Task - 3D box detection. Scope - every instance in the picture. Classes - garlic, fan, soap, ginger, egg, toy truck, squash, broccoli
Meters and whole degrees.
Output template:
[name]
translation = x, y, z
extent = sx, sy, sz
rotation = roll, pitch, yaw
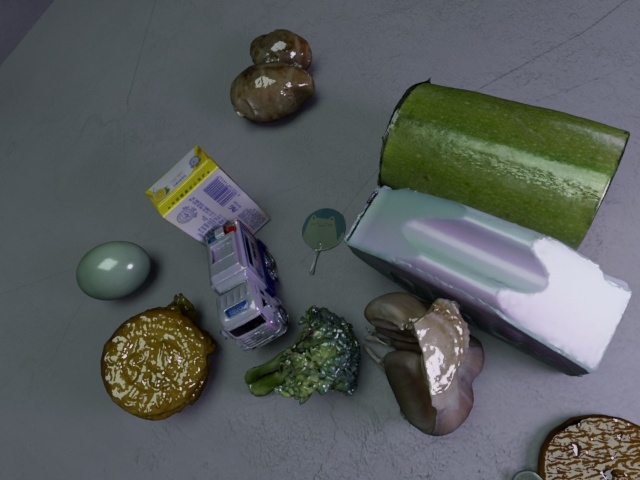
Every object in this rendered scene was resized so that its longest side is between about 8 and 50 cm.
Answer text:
[garlic]
translation = 0.172, 0.211, 0.769
extent = 0.237, 0.292, 0.210
rotation = 33, 72, 3
[fan]
translation = 0.000, 0.000, 1.031
extent = 0.113, 0.005, 0.176
rotation = 8, 70, 21
[soap]
translation = 0.276, 0.058, 0.766
extent = 0.445, 0.261, 0.156
rotation = 28, 83, 26
[ginger]
translation = -0.127, -0.481, 1.206
extent = 0.244, 0.155, 0.305
rotation = -4, 59, 25
[egg]
translation = -0.539, 0.077, 1.107
extent = 0.192, 0.149, 0.150
rotation = -24, 63, 10
[toy truck]
translation = -0.172, 0.096, 0.936
extent = 0.124, 0.155, 0.268
rotation = -29, 43, 7
[squash]
translation = 0.334, -0.140, 0.829
extent = 0.384, 0.263, 0.263
rotation = 26, 79, 27
[broccoli]
translation = -0.044, 0.268, 0.840
extent = 0.274, 0.199, 0.177
rotation = -36, 106, 10

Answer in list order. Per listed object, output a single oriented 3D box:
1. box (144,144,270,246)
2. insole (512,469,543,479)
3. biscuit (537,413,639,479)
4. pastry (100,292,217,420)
[box]
translation = -0.257, -0.081, 1.010
extent = 0.168, 0.265, 0.097
rotation = -43, 60, 1
[insole]
translation = 0.365, 0.499, 0.681
extent = 0.080, 0.003, 0.232
rotation = -27, 63, 34
[biscuit]
translation = 0.469, 0.393, 0.686
extent = 0.211, 0.036, 0.213
rotation = -8, 66, 19
[pastry]
translation = -0.355, 0.266, 0.941
extent = 0.235, 0.132, 0.240
rotation = -31, 85, -14
